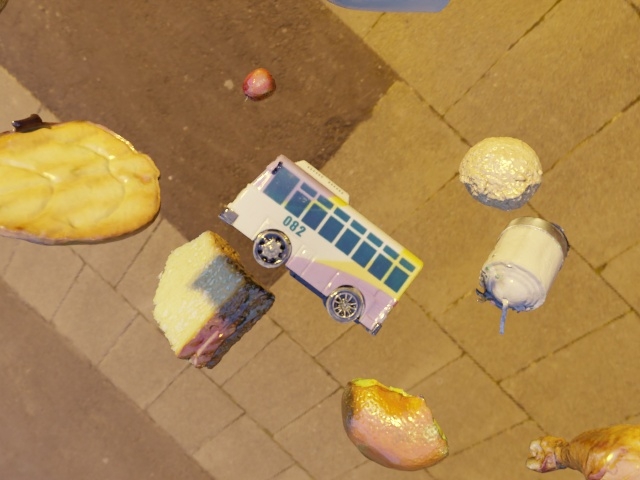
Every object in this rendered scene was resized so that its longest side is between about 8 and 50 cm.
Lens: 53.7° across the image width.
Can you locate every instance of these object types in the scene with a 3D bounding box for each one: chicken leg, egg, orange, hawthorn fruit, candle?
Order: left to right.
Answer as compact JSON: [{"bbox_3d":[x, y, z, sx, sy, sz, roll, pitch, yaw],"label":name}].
[{"bbox_3d":[-0.139,-0.349,1.424,0.077,0.077,0.077,13,122,21],"label":"hawthorn fruit"},{"bbox_3d":[0.199,0.530,1.769,0.335,0.196,0.262,20,159,19],"label":"orange"},{"bbox_3d":[0.278,-0.102,0.975,0.116,0.118,0.140,59,167,-28],"label":"egg"},{"bbox_3d":[0.520,0.092,1.661,0.187,0.330,0.187,24,141,21],"label":"candle"},{"bbox_3d":[0.338,0.272,0.793,0.107,0.087,0.251,14,163,-9],"label":"chicken leg"}]

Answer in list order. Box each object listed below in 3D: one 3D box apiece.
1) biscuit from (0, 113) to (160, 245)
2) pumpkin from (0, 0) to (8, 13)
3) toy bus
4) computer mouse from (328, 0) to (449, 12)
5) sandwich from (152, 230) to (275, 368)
[{"bbox_3d":[-0.320,-0.070,0.778,0.203,0.260,0.041,56,137,17],"label":"biscuit"},{"bbox_3d":[-0.500,-0.320,0.692,0.280,0.139,0.190,40,-177,-45],"label":"pumpkin"},{"bbox_3d":[0.000,0.000,1.474,0.440,0.209,0.249,37,88,-2],"label":"toy bus"},{"bbox_3d":[0.064,-0.348,0.812,0.231,0.079,0.128,18,162,12],"label":"computer mouse"},{"bbox_3d":[-0.294,0.138,1.617,0.262,0.131,0.325,-48,46,2],"label":"sandwich"}]
